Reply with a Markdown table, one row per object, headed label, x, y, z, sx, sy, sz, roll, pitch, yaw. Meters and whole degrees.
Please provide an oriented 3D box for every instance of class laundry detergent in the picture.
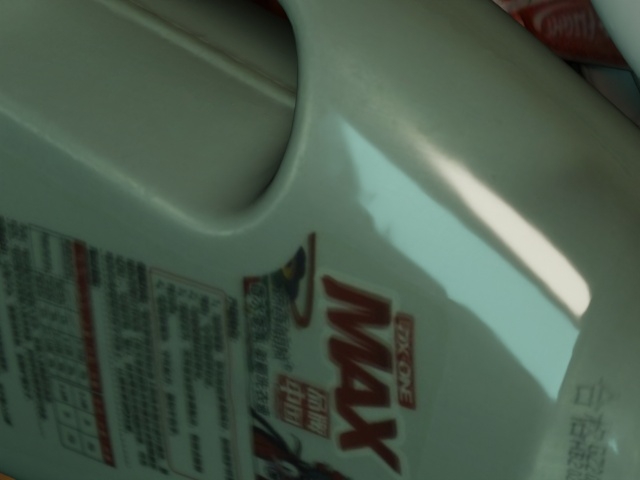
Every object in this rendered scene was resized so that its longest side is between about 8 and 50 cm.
| label | x | y | z | sx | sy | sz | roll | pitch | yaw |
| --- | --- | --- | --- | --- | --- | --- | --- | --- | --- |
| laundry detergent | 0.000 | 0.000 | 0.574 | 0.398 | 0.125 | 0.264 | 19 | 125 | 30 |

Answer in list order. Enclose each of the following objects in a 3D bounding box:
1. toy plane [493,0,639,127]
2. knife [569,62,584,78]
| label | x | y | z | sx | sy | sz | roll | pitch | yaw |
| --- | --- | --- | --- | --- | --- | --- | --- | --- | --- |
| toy plane | 0.109 | -0.122 | 0.511 | 0.252 | 0.118 | 0.252 | 44 | 145 | 44 |
| knife | 0.160 | -0.030 | 0.594 | 0.166 | 0.022 | 0.078 | 0 | 95 | 25 |
